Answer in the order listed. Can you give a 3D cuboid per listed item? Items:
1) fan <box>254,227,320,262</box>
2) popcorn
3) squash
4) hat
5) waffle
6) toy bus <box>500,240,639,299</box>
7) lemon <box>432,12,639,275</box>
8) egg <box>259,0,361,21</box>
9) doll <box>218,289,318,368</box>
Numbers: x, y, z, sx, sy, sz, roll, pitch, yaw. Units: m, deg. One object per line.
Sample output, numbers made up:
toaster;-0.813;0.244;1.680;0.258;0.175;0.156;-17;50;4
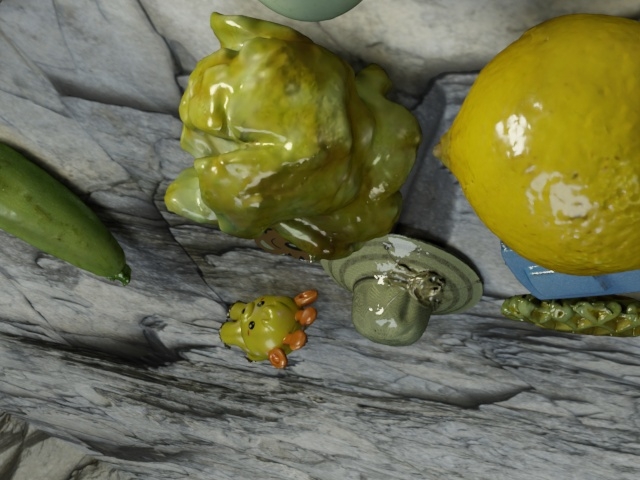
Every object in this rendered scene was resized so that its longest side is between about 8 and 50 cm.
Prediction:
fan;0.000;0.000;1.274;0.226;0.008;0.152;14;150;11
popcorn;-0.026;-0.101;0.911;0.276;0.226;0.276;18;-167;-4
squash;-0.439;-0.046;1.368;0.370;0.118;0.118;36;147;-31
hat;0.103;0.095;1.252;0.252;0.110;0.252;13;153;7
waffle;0.339;0.092;1.099;0.214;0.054;0.208;5;179;8
toy bus;0.315;-0.010;0.938;0.234;0.134;0.116;-10;139;41
lemon;0.247;-0.079;0.775;0.253;0.228;0.228;22;151;-18
egg;-0.011;-0.265;0.702;0.149;0.149;0.192;14;153;11
doll;-0.079;0.153;1.456;0.135;0.143;0.221;38;153;-25
